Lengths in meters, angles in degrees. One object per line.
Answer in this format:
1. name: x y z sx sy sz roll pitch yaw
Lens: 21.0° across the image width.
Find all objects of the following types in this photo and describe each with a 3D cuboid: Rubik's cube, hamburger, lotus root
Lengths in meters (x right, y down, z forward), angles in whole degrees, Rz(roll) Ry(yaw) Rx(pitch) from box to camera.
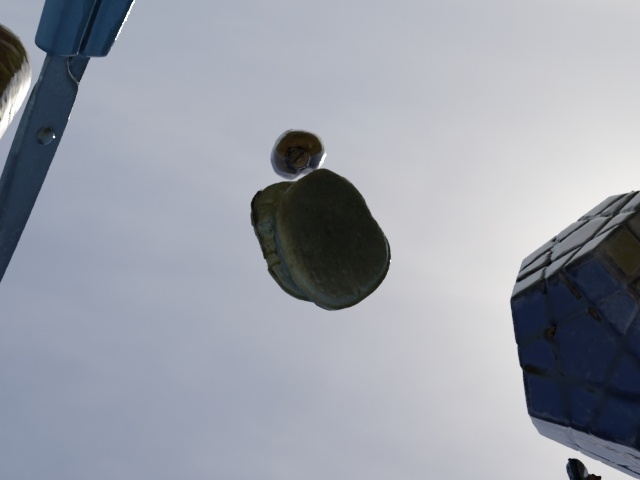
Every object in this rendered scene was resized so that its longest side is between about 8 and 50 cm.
1. Rubik's cube: 0.341 0.099 1.772 0.319 0.319 0.264 30 -159 36
2. hamburger: 0.000 0.000 1.669 0.133 0.140 0.062 -28 -178 -39
3. lotus root: -0.029 -0.110 2.172 0.072 0.063 0.152 -30 -174 -6

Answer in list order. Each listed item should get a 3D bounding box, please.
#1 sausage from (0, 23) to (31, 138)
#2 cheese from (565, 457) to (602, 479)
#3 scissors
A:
1. sausage: -0.416 -0.091 1.713 0.136 0.123 0.501 3 -149 18
2. cheese: 0.231 0.210 1.263 0.145 0.038 0.095 39 -160 -22
3. scissors: -0.208 -0.122 1.368 0.029 0.447 0.192 35 -158 29
